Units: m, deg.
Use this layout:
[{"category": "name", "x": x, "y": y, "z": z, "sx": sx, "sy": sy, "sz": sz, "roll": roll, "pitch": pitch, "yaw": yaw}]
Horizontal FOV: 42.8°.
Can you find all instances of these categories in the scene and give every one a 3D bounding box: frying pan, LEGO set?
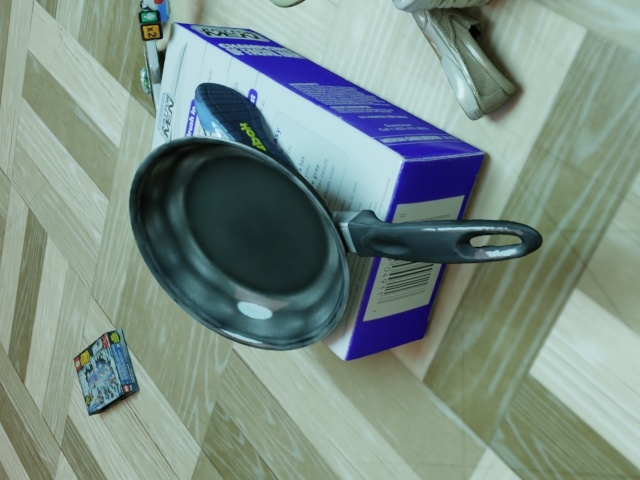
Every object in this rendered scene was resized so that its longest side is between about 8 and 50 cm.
[{"category": "frying pan", "x": -0.020, "y": -0.022, "z": 0.601, "sx": 0.326, "sy": 0.053, "sz": 0.197, "roll": -29, "pitch": 104, "yaw": 40}, {"category": "LEGO set", "x": -0.172, "y": -0.230, "z": 0.893, "sx": 0.244, "sy": 0.060, "sz": 0.183, "roll": 126, "pitch": 135, "yaw": -79}]

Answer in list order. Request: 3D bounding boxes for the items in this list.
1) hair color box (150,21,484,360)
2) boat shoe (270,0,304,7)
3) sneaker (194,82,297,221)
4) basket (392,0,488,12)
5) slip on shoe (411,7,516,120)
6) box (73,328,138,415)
[{"category": "hair color box", "x": -0.027, "y": -0.062, "z": 0.758, "sx": 0.339, "sy": 0.110, "sz": 0.185, "roll": 36, "pitch": 122, "yaw": 38}, {"category": "boat shoe", "x": 0.007, "y": -0.327, "z": 0.520, "sx": 0.342, "sy": 0.123, "sz": 0.123, "roll": -66, "pitch": 28, "yaw": 9}, {"category": "sneaker", "x": -0.073, "y": -0.074, "z": 0.689, "sx": 0.144, "sy": 0.053, "sz": 0.059, "roll": 60, "pitch": 136, "yaw": 25}, {"category": "basket", "x": 0.114, "y": -0.250, "z": 0.564, "sx": 0.167, "sy": 0.103, "sz": 0.113, "roll": -40, "pitch": 67, "yaw": 46}, {"category": "slip on shoe", "x": 0.106, "y": -0.159, "z": 0.635, "sx": 0.041, "sy": 0.051, "sz": 0.135, "roll": -29, "pitch": 70, "yaw": 21}, {"category": "box", "x": -0.318, "y": 0.196, "z": 1.202, "sx": 0.137, "sy": 0.027, "sz": 0.094, "roll": -35, "pitch": 69, "yaw": 47}]
